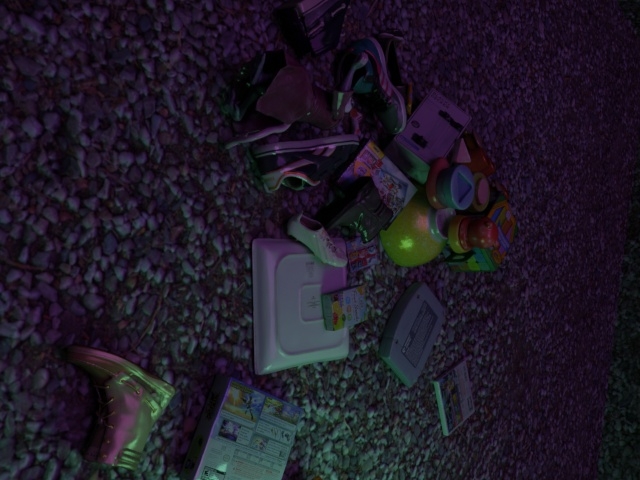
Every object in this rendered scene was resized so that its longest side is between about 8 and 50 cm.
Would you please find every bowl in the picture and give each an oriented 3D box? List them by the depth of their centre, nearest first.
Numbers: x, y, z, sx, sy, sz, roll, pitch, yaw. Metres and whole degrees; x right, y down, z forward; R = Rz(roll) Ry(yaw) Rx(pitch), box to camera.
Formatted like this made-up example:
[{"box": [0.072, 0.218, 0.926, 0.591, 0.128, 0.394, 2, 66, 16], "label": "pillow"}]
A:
[{"box": [0.330, -0.060, 2.097, 0.289, 0.156, 0.290, 3, 86, -46], "label": "bowl"}]

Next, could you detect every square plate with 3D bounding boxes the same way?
[{"box": [-0.036, 0.165, 1.788, 0.347, 0.049, 0.344, -1, 90, -46], "label": "square plate"}]

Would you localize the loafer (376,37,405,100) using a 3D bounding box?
[{"box": [0.214, -0.480, 2.042, 0.096, 0.084, 0.268, -36, 114, -43], "label": "loafer"}]

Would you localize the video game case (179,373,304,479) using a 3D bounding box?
[{"box": [-0.181, 0.482, 1.618, 0.269, 0.061, 0.244, 36, 65, -39], "label": "video game case"}]

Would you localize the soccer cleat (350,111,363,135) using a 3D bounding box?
[{"box": [0.100, -0.340, 1.963, 0.035, 0.029, 0.083, 33, 62, -30], "label": "soccer cleat"}]

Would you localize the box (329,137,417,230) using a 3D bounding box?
[{"box": [0.157, -0.161, 1.944, 0.233, 0.044, 0.159, 42, 83, -29], "label": "box"}]

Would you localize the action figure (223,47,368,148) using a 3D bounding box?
[{"box": [-0.033, -0.338, 1.669, 0.370, 0.248, 0.276, 9, 83, -42], "label": "action figure"}]

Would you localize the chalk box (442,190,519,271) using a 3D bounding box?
[{"box": [0.516, -0.008, 2.272, 0.289, 0.180, 0.179, -52, 123, -32], "label": "chalk box"}]

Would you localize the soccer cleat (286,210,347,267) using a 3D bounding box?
[{"box": [0.000, 0.000, 1.762, 0.196, 0.076, 0.068, 36, 35, -12], "label": "soccer cleat"}]

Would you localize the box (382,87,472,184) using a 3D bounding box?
[{"box": [0.337, -0.331, 2.110, 0.169, 0.087, 0.290, 38, 56, 1], "label": "box"}]

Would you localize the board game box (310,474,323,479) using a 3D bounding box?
[{"box": [-0.099, 0.692, 1.676, 0.259, 0.039, 0.124, -14, 131, -43], "label": "board game box"}]

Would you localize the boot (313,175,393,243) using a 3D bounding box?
[{"box": [0.095, -0.048, 1.867, 0.246, 0.083, 0.161, -42, 119, -17], "label": "boot"}]

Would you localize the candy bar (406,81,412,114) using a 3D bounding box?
[{"box": [0.280, -0.446, 2.112, 0.161, 0.018, 0.040, -78, 166, -51], "label": "candy bar"}]

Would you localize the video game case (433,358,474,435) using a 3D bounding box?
[{"box": [0.460, 0.536, 2.305, 0.183, 0.023, 0.201, -23, 106, -44], "label": "video game case"}]

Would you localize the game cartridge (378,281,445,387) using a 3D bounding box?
[{"box": [0.289, 0.286, 2.117, 0.196, 0.060, 0.294, 54, 53, -34], "label": "game cartridge"}]

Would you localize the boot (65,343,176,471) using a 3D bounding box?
[{"box": [-0.431, 0.338, 1.347, 0.262, 0.095, 0.204, 43, 61, -41], "label": "boot"}]

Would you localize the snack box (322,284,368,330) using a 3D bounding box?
[{"box": [0.069, 0.182, 1.833, 0.141, 0.037, 0.100, -11, 97, -46], "label": "snack box"}]

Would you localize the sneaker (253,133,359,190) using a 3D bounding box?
[{"box": [-0.027, -0.203, 1.760, 0.321, 0.126, 0.128, -14, 94, -34], "label": "sneaker"}]

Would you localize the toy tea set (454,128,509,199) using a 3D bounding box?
[{"box": [0.565, -0.223, 2.404, 0.336, 0.124, 0.200, 56, 23, -25], "label": "toy tea set"}]

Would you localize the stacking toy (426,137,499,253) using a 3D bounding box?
[{"box": [0.465, -0.142, 2.031, 0.309, 0.130, 0.280, 55, 53, -32], "label": "stacking toy"}]

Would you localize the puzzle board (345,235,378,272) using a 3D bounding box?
[{"box": [0.124, 0.035, 1.984, 0.128, 0.011, 0.097, -17, 101, -45], "label": "puzzle board"}]

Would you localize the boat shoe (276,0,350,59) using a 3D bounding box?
[{"box": [0.028, -0.626, 1.845, 0.340, 0.127, 0.158, -41, 124, -30], "label": "boat shoe"}]

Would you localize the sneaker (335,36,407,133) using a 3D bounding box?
[{"box": [0.140, -0.431, 1.928, 0.178, 0.123, 0.296, -31, 100, -46], "label": "sneaker"}]

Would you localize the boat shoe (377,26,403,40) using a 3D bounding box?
[{"box": [0.217, -0.641, 2.079, 0.125, 0.046, 0.038, -11, 96, -48], "label": "boat shoe"}]
